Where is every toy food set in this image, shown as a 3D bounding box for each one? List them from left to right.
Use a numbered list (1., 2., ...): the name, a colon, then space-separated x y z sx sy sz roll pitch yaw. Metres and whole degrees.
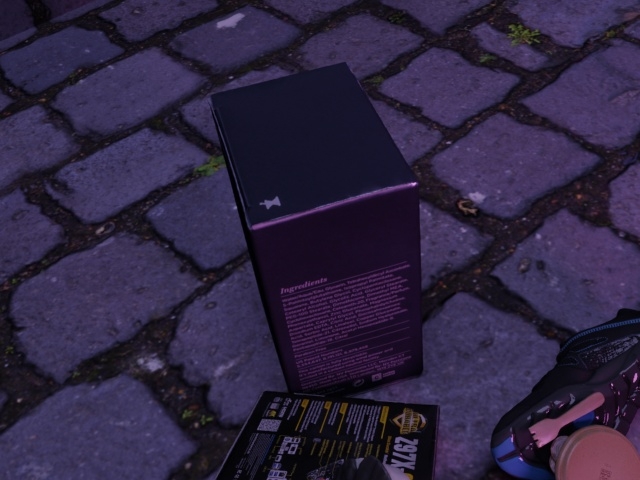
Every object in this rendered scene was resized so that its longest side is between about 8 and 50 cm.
1. toy food set: 0.345 0.298 0.917 0.132 0.038 0.192 -24 84 -16

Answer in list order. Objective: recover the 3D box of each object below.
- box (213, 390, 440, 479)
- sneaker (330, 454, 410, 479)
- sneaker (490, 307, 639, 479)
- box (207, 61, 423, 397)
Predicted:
1. box: 0.009 0.301 0.886 0.257 0.079 0.322 4 19 10
2. sneaker: 0.040 0.378 0.666 0.182 0.410 0.158 18 32 -15
3. sneaker: 0.369 0.210 1.010 0.340 0.125 0.139 -27 20 -13
4. box: 0.000 0.000 1.055 0.211 0.396 0.294 -16 46 -6
